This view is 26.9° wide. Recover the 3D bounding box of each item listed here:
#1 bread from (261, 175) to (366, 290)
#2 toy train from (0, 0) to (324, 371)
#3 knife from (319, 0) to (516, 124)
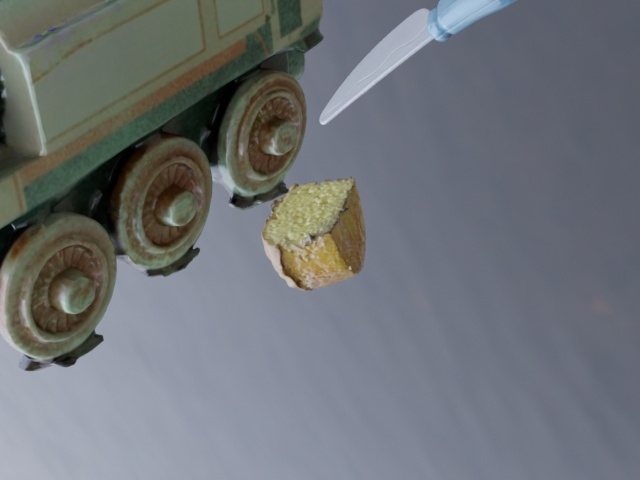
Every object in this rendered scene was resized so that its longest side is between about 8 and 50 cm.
[{"bbox_3d":[0.000,0.000,2.063,0.143,0.229,0.139,-15,112,21],"label":"bread"},{"bbox_3d":[-0.075,-0.048,0.422,0.081,0.194,0.125,17,129,32],"label":"toy train"},{"bbox_3d":[0.080,-0.167,1.085,0.032,0.058,0.244,27,140,-31],"label":"knife"}]
